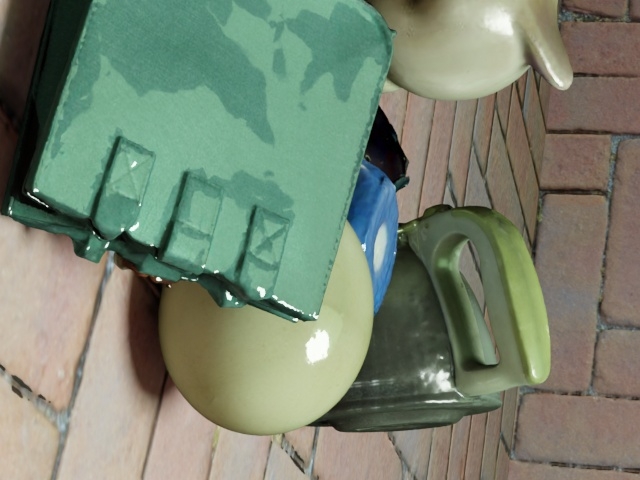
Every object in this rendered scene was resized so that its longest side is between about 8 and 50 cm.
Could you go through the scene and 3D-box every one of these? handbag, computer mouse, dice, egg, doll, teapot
[{"bbox_3d":[-0.093,-0.098,1.094,0.268,0.100,0.274,22,72,-34],"label":"handbag"},{"bbox_3d":[0.046,-0.102,1.669,0.233,0.096,0.137,-60,130,-71],"label":"computer mouse"},{"bbox_3d":[0.000,0.000,1.511,0.146,0.146,0.143,75,26,-48],"label":"dice"},{"bbox_3d":[-0.046,0.053,1.286,0.188,0.188,0.254,73,18,-48],"label":"egg"},{"bbox_3d":[0.032,-0.216,1.303,0.226,0.370,0.215,49,40,-41],"label":"doll"},{"bbox_3d":[0.087,0.088,1.618,0.321,0.239,0.239,139,-53,-73],"label":"teapot"}]
